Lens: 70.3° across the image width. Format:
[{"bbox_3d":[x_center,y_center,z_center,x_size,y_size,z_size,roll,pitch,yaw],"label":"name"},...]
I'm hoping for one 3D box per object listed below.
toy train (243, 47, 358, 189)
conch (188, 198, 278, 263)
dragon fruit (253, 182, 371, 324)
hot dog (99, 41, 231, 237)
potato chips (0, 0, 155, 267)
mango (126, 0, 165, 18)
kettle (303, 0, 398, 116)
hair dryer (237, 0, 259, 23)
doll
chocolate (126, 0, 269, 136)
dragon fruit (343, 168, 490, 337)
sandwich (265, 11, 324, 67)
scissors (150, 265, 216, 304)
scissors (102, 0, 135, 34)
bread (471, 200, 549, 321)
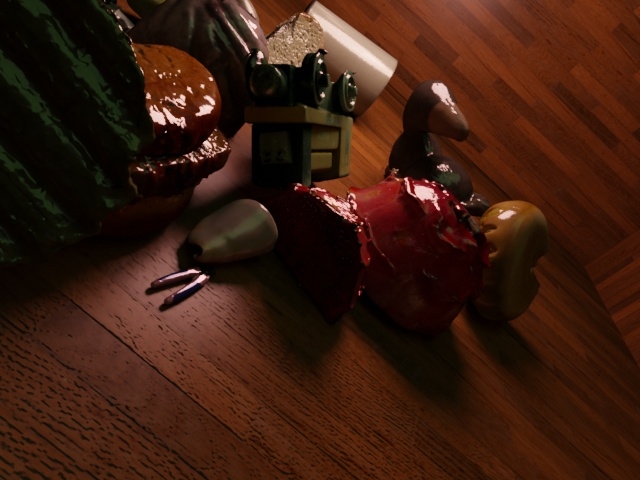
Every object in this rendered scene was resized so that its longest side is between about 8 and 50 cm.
[{"bbox_3d":[-0.030,-0.240,0.935,0.160,0.254,0.397,7,13,18],"label":"toy train"},{"bbox_3d":[-0.139,-0.008,0.723,0.176,0.094,0.105,-32,91,-34],"label":"conch"},{"bbox_3d":[0.000,0.000,0.819,0.262,0.163,0.189,49,1,11],"label":"dragon fruit"},{"bbox_3d":[-0.263,-0.132,0.592,0.223,0.185,0.405,46,29,5],"label":"hot dog"},{"bbox_3d":[-0.357,-0.143,0.348,0.429,0.358,0.070,53,-6,-22],"label":"potato chips"},{"bbox_3d":[-0.359,-0.520,1.066,0.194,0.092,0.130,23,27,-44],"label":"mango"},{"bbox_3d":[0.055,-0.680,1.713,0.376,0.250,0.361,33,10,-15],"label":"kettle"},{"bbox_3d":[-0.233,-0.553,1.286,0.219,0.088,0.225,49,64,-35],"label":"hair dryer"},{"bbox_3d":[0.314,-0.221,1.315,0.379,0.252,0.382,72,-9,-48],"label":"doll"},{"bbox_3d":[-0.223,-0.388,0.928,0.303,0.213,0.303,38,29,-26],"label":"chocolate"},{"bbox_3d":[0.213,-0.001,0.992,0.370,0.249,0.386,7,47,-55],"label":"dragon fruit"},{"bbox_3d":[-0.115,-0.538,1.289,0.099,0.255,0.288,12,6,41],"label":"sandwich"},{"bbox_3d":[-0.182,0.055,0.626,0.039,0.012,0.113,48,29,6],"label":"scissors"},{"bbox_3d":[-0.436,-0.479,0.987,0.383,0.029,0.256,45,23,-5],"label":"scissors"},{"bbox_3d":[0.490,0.054,1.227,0.160,0.333,0.333,17,5,44],"label":"bread"}]
